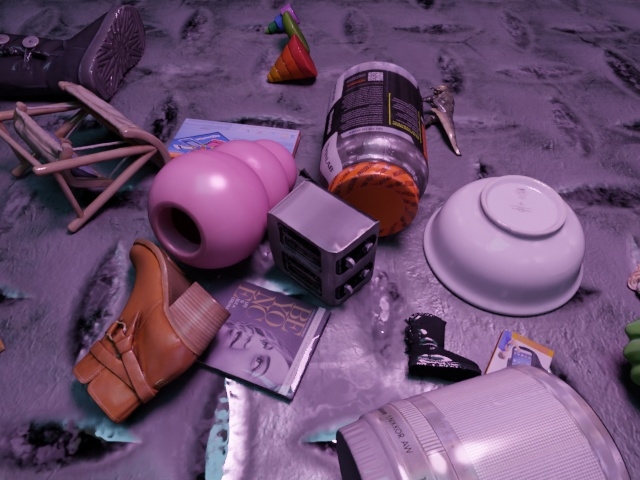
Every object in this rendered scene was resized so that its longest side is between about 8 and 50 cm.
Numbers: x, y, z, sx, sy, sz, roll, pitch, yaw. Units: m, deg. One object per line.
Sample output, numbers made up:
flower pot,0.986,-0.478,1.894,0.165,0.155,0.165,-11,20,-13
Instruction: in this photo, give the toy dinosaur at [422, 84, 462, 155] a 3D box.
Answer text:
toy dinosaur,0.279,-0.316,1.130,0.118,0.064,0.268,7,54,-3

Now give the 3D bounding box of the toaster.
toaster,0.000,0.000,0.793,0.186,0.168,0.110,35,59,24

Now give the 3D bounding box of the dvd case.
dvd case,-0.114,0.149,0.766,0.222,0.018,0.164,18,52,14

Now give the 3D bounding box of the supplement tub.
supplement tub,0.106,-0.185,0.923,0.207,0.207,0.337,5,50,3

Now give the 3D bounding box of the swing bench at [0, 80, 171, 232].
swing bench,-0.494,-0.198,0.957,0.253,0.165,0.255,34,57,25

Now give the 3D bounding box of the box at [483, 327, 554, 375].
box,0.299,0.210,0.713,0.081,0.028,0.136,25,53,19

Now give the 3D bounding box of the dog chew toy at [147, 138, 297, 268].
dog chew toy,-0.154,-0.092,0.853,0.207,0.206,0.332,21,37,16

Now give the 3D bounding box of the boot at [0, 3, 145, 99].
boot,-0.749,-0.519,1.250,0.446,0.146,0.366,2,48,7

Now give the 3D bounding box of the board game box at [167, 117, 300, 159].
board game box,-0.197,-0.216,1.062,0.282,0.027,0.145,8,49,6

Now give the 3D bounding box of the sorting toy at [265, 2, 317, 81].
sorting toy,-0.108,-0.554,1.318,0.126,0.127,0.365,-27,46,16

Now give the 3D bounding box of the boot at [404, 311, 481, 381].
boot,0.192,0.169,0.738,0.121,0.045,0.099,7,45,4

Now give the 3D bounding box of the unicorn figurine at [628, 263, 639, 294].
unicorn figurine,0.593,0.101,0.777,0.060,0.111,0.162,29,19,-24

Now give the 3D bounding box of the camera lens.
camera lens,0.177,0.278,0.530,0.275,0.219,0.219,-13,52,-11

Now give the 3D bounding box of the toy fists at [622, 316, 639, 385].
toy fists,0.546,0.223,0.637,0.142,0.096,0.279,-23,68,-3

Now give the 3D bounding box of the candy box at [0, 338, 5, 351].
candy box,-0.611,0.133,0.754,0.109,0.053,0.187,-34,57,-24

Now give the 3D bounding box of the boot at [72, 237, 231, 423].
boot,-0.295,0.130,0.741,0.283,0.109,0.220,34,74,34

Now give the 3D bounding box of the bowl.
bowl,0.347,-0.022,0.838,0.298,0.134,0.297,0,51,-1
